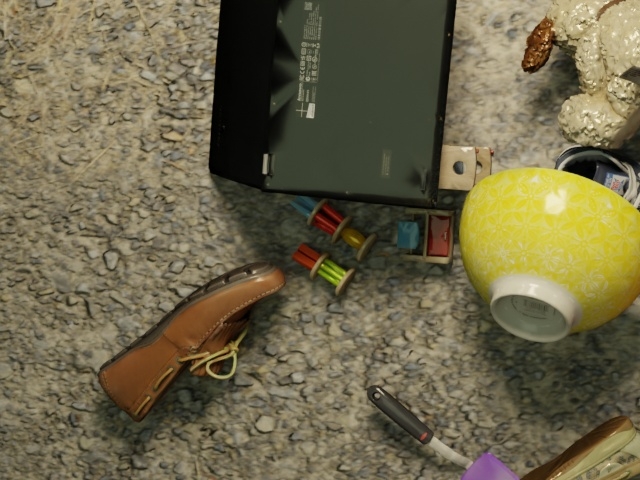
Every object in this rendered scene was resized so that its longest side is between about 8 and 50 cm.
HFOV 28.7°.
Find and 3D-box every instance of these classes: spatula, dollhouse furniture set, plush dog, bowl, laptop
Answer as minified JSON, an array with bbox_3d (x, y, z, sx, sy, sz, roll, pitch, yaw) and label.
[{"bbox_3d":[0.192,0.326,1.974,0.296,0.030,0.084,39,106,1],"label":"spatula"},{"bbox_3d":[0.184,-0.054,1.899,0.128,0.129,0.184,4,96,19],"label":"dollhouse furniture set"},{"bbox_3d":[0.411,-0.284,1.748,0.262,0.211,0.225,-28,51,-19],"label":"plush dog"},{"bbox_3d":[0.317,0.050,1.767,0.289,0.289,0.156,13,56,17],"label":"bowl"},{"bbox_3d":[0.004,-0.266,1.914,0.407,0.236,0.382,6,98,10],"label":"laptop"}]

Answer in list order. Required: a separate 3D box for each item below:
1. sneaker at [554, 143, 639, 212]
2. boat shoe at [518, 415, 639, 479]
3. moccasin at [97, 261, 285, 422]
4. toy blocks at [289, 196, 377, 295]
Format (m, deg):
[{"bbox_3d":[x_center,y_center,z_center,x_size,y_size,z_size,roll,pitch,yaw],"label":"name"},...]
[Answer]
[{"bbox_3d":[0.467,-0.071,1.787,0.282,0.153,0.099,16,101,17],"label":"sneaker"},{"bbox_3d":[0.371,0.380,1.889,0.285,0.104,0.089,-38,92,13],"label":"boat shoe"},{"bbox_3d":[-0.199,0.170,2.050,0.380,0.139,0.147,-38,89,16],"label":"moccasin"},{"bbox_3d":[0.000,0.000,2.007,0.148,0.054,0.123,35,105,13],"label":"toy blocks"}]
